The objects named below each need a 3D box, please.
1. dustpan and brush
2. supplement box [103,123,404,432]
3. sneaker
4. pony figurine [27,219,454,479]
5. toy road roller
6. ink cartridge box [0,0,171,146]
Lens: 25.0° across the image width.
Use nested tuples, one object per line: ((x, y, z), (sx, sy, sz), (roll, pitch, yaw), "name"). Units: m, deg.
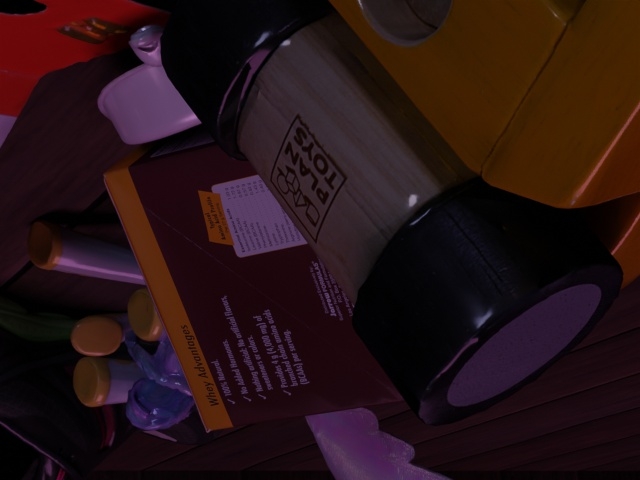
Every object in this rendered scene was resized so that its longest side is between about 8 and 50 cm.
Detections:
((-0.073, -0.097, 0.825), (0.147, 0.060, 0.211), (-20, -172, 8), "dustpan and brush")
((0.000, 0.000, 0.930), (0.194, 0.191, 0.129), (-12, -160, 25), "supplement box")
((-0.285, 0.175, 1.480), (0.185, 0.202, 0.483), (-17, 159, 39), "sneaker")
((-0.021, 0.080, 1.207), (0.364, 0.302, 0.351), (4, -166, -37), "pony figurine")
((0.106, -0.109, 0.548), (0.241, 0.202, 0.329), (-17, 148, -35), "toy road roller")
((-0.302, -0.060, 0.818), (0.385, 0.091, 0.308), (-14, 170, 32), "ink cartridge box")
